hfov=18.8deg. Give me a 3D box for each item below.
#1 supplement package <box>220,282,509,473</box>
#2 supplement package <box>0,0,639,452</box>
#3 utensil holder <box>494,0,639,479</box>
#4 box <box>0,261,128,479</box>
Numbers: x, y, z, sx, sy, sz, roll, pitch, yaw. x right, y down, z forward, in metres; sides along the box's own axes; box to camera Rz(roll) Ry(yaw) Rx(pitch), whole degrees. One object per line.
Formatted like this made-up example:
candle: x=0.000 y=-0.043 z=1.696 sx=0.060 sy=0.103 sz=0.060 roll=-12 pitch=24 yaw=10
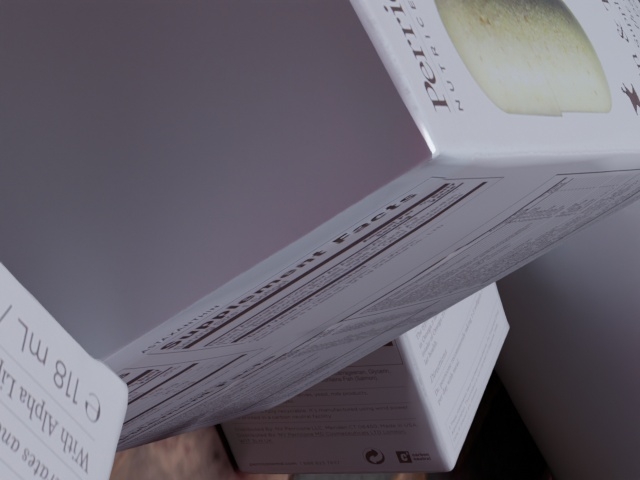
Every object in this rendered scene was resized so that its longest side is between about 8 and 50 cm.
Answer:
supplement package: x=0.000 y=0.000 z=0.825 sx=0.105 sy=0.105 sz=0.179 roll=-60 pitch=139 yaw=-49
supplement package: x=-0.039 y=-0.062 z=0.578 sx=0.199 sy=0.198 sz=0.262 roll=63 pitch=23 yaw=9
utensil holder: x=0.229 y=-0.013 z=1.061 sx=0.385 sy=0.327 sz=0.328 roll=59 pitch=36 yaw=-42
box: x=-0.164 y=0.040 z=0.381 sx=0.181 sy=0.182 sz=0.119 roll=54 pitch=39 yaw=-48
